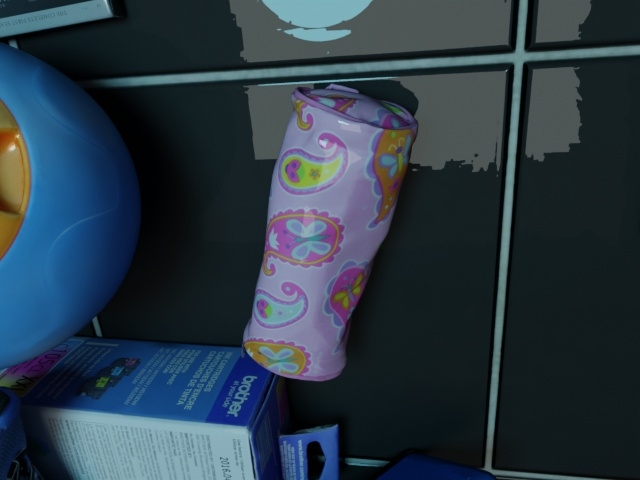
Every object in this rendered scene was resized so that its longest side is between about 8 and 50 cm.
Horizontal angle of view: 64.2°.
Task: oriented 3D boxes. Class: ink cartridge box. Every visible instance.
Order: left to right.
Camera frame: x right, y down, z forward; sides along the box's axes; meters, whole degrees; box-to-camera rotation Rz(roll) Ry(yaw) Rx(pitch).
[{"bbox_3d":[-0.179,0.274,0.632,0.395,0.151,0.270,3,114,12],"label":"ink cartridge box"}]

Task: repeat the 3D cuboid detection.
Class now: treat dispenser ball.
[{"bbox_3d":[-0.308,-0.029,0.444,0.288,0.288,0.288,4,115,9],"label":"treat dispenser ball"}]

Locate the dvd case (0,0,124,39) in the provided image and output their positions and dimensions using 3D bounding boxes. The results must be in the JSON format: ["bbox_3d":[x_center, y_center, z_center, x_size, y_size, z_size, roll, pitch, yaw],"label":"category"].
[{"bbox_3d":[-0.293,-0.313,0.456,0.179,0.029,0.239,-4,113,13],"label":"dvd case"}]

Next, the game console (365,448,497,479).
[{"bbox_3d":[0.052,0.385,0.552,0.173,0.293,0.250,64,153,1],"label":"game console"}]

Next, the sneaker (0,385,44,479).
[{"bbox_3d":[-0.312,0.273,0.526,0.147,0.130,0.330,13,122,-7],"label":"sneaker"}]

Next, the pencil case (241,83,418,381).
[{"bbox_3d":[0.000,0.000,0.495,0.124,0.124,0.284,16,117,3],"label":"pencil case"}]
